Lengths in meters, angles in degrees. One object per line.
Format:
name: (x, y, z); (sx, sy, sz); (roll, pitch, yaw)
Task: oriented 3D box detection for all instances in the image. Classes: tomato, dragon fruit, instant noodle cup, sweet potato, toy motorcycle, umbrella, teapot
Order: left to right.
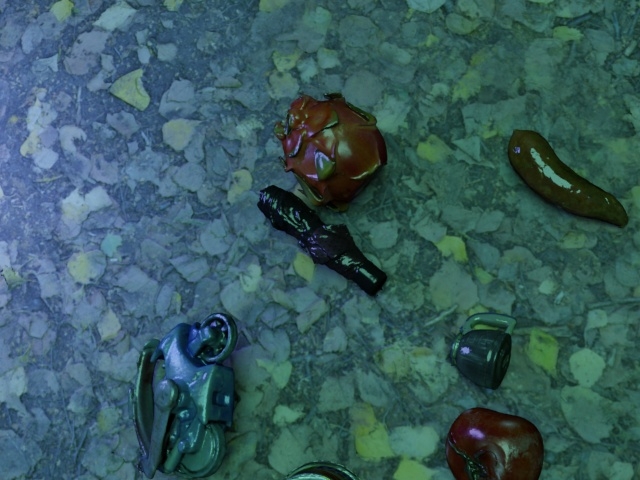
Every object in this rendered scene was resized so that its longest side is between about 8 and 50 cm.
toy motorcycle: (-0.276, 0.296, 1.468); (0.241, 0.182, 0.318); (3, 75, 10)
instant noodle cup: (-0.006, 0.505, 1.379); (0.205, 0.153, 0.204); (-2, 73, 7)
umbrella: (0.000, 0.000, 1.566); (0.326, 0.090, 0.094); (40, 61, 18)
dragon fruit: (0.020, -0.185, 1.560); (0.227, 0.224, 0.224); (39, 82, 12)
teapot: (0.305, 0.200, 1.449); (0.108, 0.111, 0.149); (13, 81, 27)
tomato: (0.314, 0.389, 1.371); (0.187, 0.151, 0.187); (10, 104, 42)
sweet potato: (0.485, -0.112, 1.529); (0.292, 0.097, 0.097); (43, 83, 10)
